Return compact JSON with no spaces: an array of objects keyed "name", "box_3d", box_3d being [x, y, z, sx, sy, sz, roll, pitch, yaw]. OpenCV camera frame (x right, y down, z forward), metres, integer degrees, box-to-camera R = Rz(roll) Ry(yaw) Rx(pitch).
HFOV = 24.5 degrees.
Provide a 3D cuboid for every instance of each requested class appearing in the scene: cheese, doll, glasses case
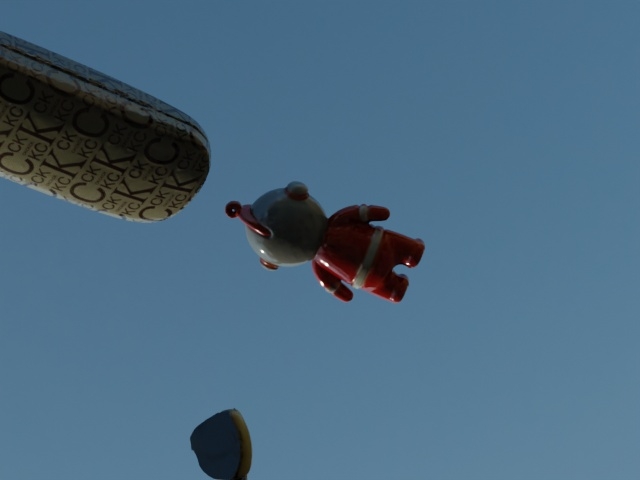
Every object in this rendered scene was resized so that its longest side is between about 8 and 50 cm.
[{"name":"cheese","box_3d":[-0.119,0.314,2.025,0.086,0.162,0.036,-33,-31,12]},{"name":"doll","box_3d":[0.000,0.000,1.792,0.076,0.245,0.142,-73,3,-63]},{"name":"glasses case","box_3d":[-0.278,-0.120,1.501,0.354,0.085,0.137,21,-52,-26]}]
